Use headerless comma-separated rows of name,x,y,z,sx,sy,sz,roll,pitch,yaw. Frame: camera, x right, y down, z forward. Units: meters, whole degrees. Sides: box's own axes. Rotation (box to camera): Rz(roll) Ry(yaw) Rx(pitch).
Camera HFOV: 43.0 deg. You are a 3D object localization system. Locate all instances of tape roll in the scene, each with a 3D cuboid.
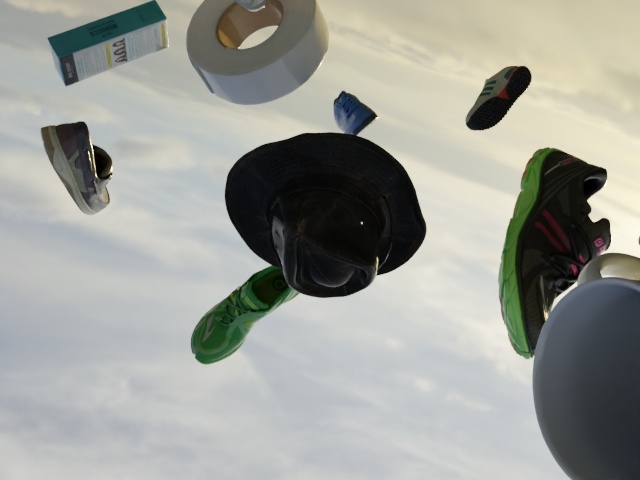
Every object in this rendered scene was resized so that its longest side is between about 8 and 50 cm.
tape roll,-0.129,-0.417,1.666,0.286,0.286,0.100,23,162,29

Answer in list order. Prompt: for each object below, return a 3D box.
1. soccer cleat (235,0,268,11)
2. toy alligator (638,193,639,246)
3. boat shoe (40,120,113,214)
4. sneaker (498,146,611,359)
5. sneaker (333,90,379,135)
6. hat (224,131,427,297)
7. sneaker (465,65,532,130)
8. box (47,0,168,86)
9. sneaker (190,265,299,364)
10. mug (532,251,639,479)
soccer cleat,-0.114,-0.533,1.534,0.068,0.196,0.076,21,-168,30
toy alligator,0.568,-0.080,1.368,0.056,0.190,0.051,15,-154,16
boat shoe,-0.434,-0.133,1.523,0.092,0.103,0.285,-17,156,-4
sneaker,0.485,0.014,1.666,0.202,0.483,0.185,11,155,20
sneaker,0.058,-0.251,1.602,0.082,0.069,0.209,54,-179,-12
hat,0.000,0.000,1.211,0.331,0.331,0.134,15,-130,-7
sneaker,0.334,-0.278,1.580,0.057,0.161,0.075,44,178,-27
box,-0.447,-0.420,1.729,0.244,0.100,0.060,-26,-110,-19
sneaker,-0.159,0.136,1.697,0.109,0.295,0.123,46,172,14
mug,0.484,0.161,1.101,0.328,0.276,0.374,6,-138,-25
